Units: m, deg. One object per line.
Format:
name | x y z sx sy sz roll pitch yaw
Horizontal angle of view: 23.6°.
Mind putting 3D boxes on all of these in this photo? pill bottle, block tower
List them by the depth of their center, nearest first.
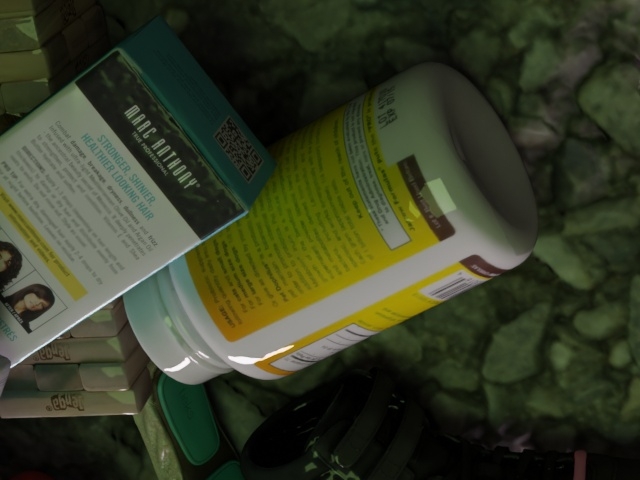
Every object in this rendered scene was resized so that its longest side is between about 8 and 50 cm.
pill bottle | 0.000 0.000 0.824 0.215 0.117 0.117 -27 106 25
block tower | -0.164 -0.068 0.850 0.091 0.097 0.335 -3 113 17

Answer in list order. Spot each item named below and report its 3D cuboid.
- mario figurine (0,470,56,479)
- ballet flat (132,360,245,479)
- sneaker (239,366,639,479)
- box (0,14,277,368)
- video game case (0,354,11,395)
mario figurine | -0.290 0.219 0.976 0.320 0.170 0.198 -5 145 25
ballet flat | -0.082 0.139 0.962 0.052 0.057 0.168 4 116 44
sneaker | 0.081 0.140 0.878 0.296 0.104 0.147 -14 116 26
box | -0.149 -0.005 0.788 0.244 0.060 0.100 -32 104 25
video game case | -0.289 0.113 0.797 0.212 0.023 0.193 21 98 4
